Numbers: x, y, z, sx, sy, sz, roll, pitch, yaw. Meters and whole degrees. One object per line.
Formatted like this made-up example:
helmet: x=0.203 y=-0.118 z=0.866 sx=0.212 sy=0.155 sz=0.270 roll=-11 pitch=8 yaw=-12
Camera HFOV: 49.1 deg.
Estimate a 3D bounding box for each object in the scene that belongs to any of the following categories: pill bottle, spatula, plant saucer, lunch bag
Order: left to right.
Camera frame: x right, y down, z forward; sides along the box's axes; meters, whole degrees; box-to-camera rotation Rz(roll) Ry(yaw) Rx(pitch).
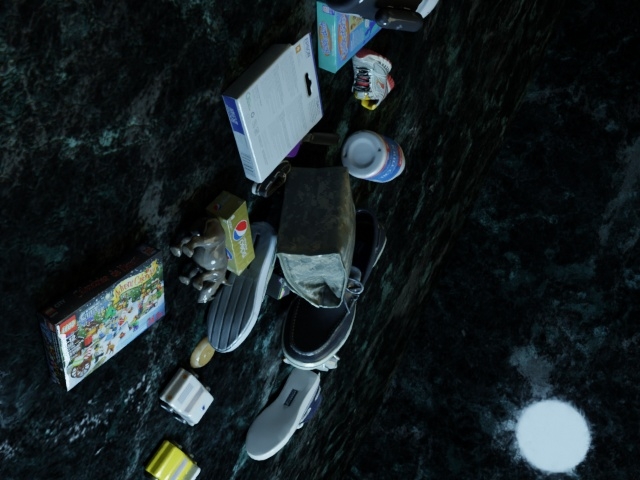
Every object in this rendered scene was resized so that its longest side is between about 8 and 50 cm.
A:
plant saucer: x=-0.265 y=0.258 z=1.605 sx=0.083 sy=0.015 sz=0.083 roll=-48 pitch=153 yaw=-34
spatula: x=-0.027 y=-0.230 z=1.576 sx=0.296 sy=0.030 sz=0.084 roll=-16 pitch=126 yaw=-61
lunch bag: x=0.000 y=0.000 z=1.624 sx=0.287 sy=0.169 sz=0.235 roll=73 pitch=20 yaw=-58
pill bottle: x=0.150 y=-0.219 z=1.861 sx=0.221 sy=0.124 sz=0.124 roll=-3 pitch=117 yaw=-66

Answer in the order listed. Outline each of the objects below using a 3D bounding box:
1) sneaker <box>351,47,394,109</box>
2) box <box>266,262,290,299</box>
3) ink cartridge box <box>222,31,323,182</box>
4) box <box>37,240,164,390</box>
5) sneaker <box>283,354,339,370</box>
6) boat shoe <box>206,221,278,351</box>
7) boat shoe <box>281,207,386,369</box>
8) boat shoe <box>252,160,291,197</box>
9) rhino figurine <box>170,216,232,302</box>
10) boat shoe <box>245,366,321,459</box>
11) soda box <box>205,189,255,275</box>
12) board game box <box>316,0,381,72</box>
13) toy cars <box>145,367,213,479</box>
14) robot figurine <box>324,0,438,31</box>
sneaker: x=0.118 y=-0.380 z=1.660 sx=0.093 sy=0.088 sz=0.225 roll=-60 pitch=158 yaw=-6
box: x=-0.114 y=0.091 z=1.667 sx=0.052 sy=0.083 sz=0.062 roll=-26 pitch=138 yaw=-57
ink cartridge box: x=-0.086 y=-0.263 z=1.371 sx=0.224 sy=0.045 sz=0.223 roll=-49 pitch=150 yaw=-28
box: x=-0.364 y=0.125 z=1.196 sx=0.233 sy=0.044 sz=0.159 roll=-42 pitch=150 yaw=-43
sneaker: x=-0.016 y=0.344 z=2.118 sx=0.099 sy=0.121 sz=0.262 roll=-66 pitch=158 yaw=4
boat shoe: x=-0.158 y=0.106 z=1.558 sx=0.302 sy=0.109 sz=0.094 roll=-67 pitch=160 yaw=2
boat shoe: x=0.036 y=0.115 z=1.903 sx=0.500 sy=0.186 sz=0.156 roll=-60 pitch=160 yaw=-27
boat shoe: x=-0.097 y=-0.132 z=1.517 sx=0.125 sy=0.038 sz=0.046 roll=-41 pitch=149 yaw=-44
rhino figurine: x=-0.224 y=0.048 z=1.389 sx=0.106 sy=0.073 sz=0.243 roll=-47 pitch=154 yaw=-30
boat shoe: x=-0.098 y=0.552 z=2.150 sx=0.340 sy=0.127 sz=0.158 roll=-50 pitch=147 yaw=-32
soda box: x=-0.182 y=-0.013 z=1.433 sx=0.061 sy=0.058 sz=0.181 roll=-50 pitch=155 yaw=-31
board game box: x=0.069 y=-0.480 z=1.489 sx=0.210 sy=0.047 sz=0.160 roll=-49 pitch=154 yaw=-33
toy cars: x=-0.311 y=0.457 z=1.627 sx=0.176 sy=0.087 sz=0.394 roll=-28 pitch=139 yaw=-56
robot figurine: x=0.110 y=-0.507 z=1.325 sx=0.278 sy=0.173 sz=0.209 roll=-2 pitch=106 yaw=-38
